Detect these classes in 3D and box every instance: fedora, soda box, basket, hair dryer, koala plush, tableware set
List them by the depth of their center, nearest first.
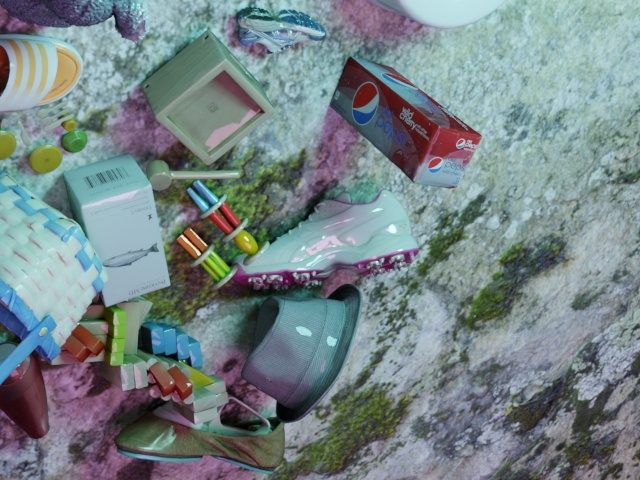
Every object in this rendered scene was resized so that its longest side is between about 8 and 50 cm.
[{"bbox_3d":[-0.290,-0.319,1.259,0.196,0.221,0.203,27,104,-40],"label":"koala plush"},{"bbox_3d":[-0.441,0.075,1.397,0.289,0.255,0.201,-41,146,-22],"label":"basket"},{"bbox_3d":[-0.398,-0.130,1.455,0.154,0.024,0.104,-29,138,-13],"label":"tableware set"},{"bbox_3d":[0.119,-0.176,1.560,0.083,0.263,0.092,8,116,-35],"label":"soda box"},{"bbox_3d":[-0.524,0.227,1.602,0.224,0.080,0.293,-40,130,24],"label":"hair dryer"},{"bbox_3d":[-0.049,0.167,1.733,0.124,0.275,0.243,24,65,-12],"label":"fedora"}]

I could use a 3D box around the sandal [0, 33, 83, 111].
[{"bbox_3d":[-0.421,-0.207,1.342,0.265,0.076,0.102,0,122,-37],"label":"sandal"}]

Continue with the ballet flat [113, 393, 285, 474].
[{"bbox_3d":[-0.192,0.321,1.825,0.342,0.116,0.124,17,90,-37],"label":"ballet flat"}]

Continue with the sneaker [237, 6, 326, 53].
[{"bbox_3d":[-0.058,-0.297,1.528,0.135,0.052,0.058,3,128,-23],"label":"sneaker"}]

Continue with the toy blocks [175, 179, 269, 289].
[{"bbox_3d":[-0.170,-0.012,1.632,0.123,0.054,0.148,-36,104,23],"label":"toy blocks"}]

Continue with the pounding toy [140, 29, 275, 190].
[{"bbox_3d":[-0.176,-0.165,1.519,0.206,0.094,0.181,-37,137,9],"label":"pounding toy"}]

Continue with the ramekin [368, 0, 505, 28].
[{"bbox_3d":[0.174,-0.436,1.506,0.277,0.135,0.277,-15,126,-22],"label":"ramekin"}]

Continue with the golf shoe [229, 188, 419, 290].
[{"bbox_3d":[0.000,0.000,1.726,0.306,0.140,0.115,-10,166,-4],"label":"golf shoe"}]

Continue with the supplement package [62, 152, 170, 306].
[{"bbox_3d":[-0.292,-0.015,1.535,0.105,0.105,0.179,-20,128,-19],"label":"supplement package"}]

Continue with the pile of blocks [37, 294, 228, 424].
[{"bbox_3d":[-0.263,0.175,1.641,0.362,0.113,0.149,30,83,-35],"label":"pile of blocks"}]
